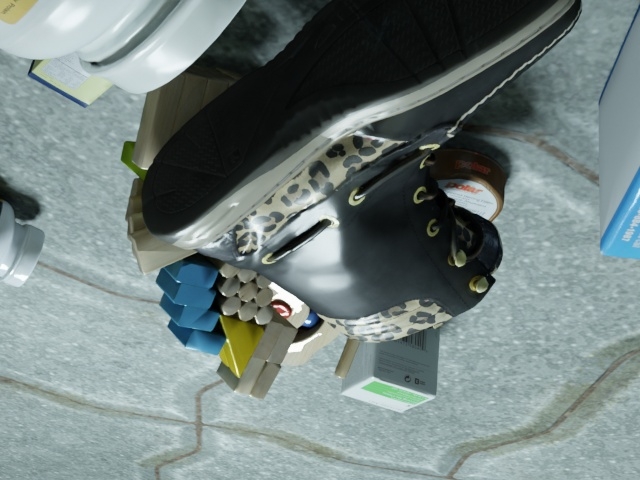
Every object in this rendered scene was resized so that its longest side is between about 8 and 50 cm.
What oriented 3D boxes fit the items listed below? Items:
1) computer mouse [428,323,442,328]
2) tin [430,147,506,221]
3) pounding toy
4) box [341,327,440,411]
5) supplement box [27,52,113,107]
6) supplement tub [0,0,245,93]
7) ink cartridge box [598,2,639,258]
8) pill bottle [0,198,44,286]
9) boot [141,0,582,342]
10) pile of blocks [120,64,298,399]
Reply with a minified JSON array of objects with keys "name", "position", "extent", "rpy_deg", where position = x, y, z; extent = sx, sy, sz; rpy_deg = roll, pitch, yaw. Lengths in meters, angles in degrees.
[{"name":"computer mouse","position":[0.056,0.078,1.161],"extent":[0.193,0.042,0.106],"rpy_deg":[-5,143,18]},{"name":"tin","position":[0.122,-0.030,0.971],"extent":[0.106,0.040,0.190],"rpy_deg":[11,150,-13]},{"name":"pounding toy","position":[-0.033,0.065,1.020],"extent":[0.154,0.155,0.269],"rpy_deg":[29,136,-17]},{"name":"box","position":[0.093,0.161,1.232],"extent":[0.101,0.102,0.087],"rpy_deg":[20,149,-21]},{"name":"supplement box","position":[-0.187,-0.170,0.760],"extent":[0.056,0.083,0.083],"rpy_deg":[29,144,-32]},{"name":"supplement tub","position":[-0.185,-0.241,0.499],"extent":[0.316,0.228,0.228],"rpy_deg":[30,143,-33]},{"name":"ink cartridge box","position":[0.428,-0.099,0.649],"extent":[0.395,0.166,0.285],"rpy_deg":[7,150,3]},{"name":"pill bottle","position":[-0.417,-0.015,1.058],"extent":[0.184,0.103,0.103],"rpy_deg":[27,145,-29]},{"name":"boot","position":[0.077,-0.059,0.775],"extent":[0.377,0.138,0.284],"rpy_deg":[-34,137,16]},{"name":"pile of blocks","position":[-0.122,-0.007,0.881],"extent":[0.149,0.112,0.362],"rpy_deg":[-22,124,-25]}]
